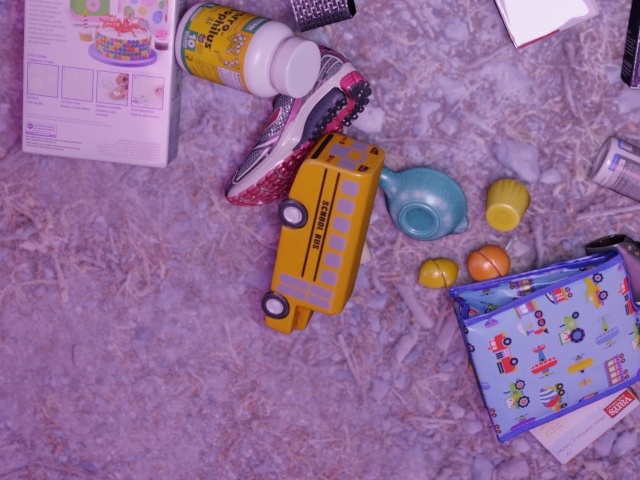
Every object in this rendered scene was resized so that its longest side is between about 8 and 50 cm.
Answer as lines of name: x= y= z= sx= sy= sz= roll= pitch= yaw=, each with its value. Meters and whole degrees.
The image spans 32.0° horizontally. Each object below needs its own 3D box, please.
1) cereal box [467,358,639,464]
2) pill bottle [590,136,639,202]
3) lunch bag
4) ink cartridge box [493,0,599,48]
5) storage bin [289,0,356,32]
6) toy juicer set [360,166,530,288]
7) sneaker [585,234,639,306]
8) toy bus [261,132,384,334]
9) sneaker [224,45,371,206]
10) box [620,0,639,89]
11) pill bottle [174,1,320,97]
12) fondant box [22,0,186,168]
cereal box: x=0.388 y=0.236 z=1.864 sx=0.173 sy=0.047 sz=0.240 roll=-42 pitch=99 yaw=15
pill bottle: x=0.497 y=-0.100 z=1.737 sx=0.137 sy=0.078 sz=0.078 roll=24 pitch=107 yaw=-1
lunch bag: x=0.377 y=0.152 z=1.745 sx=0.293 sy=0.138 sz=0.221 roll=-18 pitch=110 yaw=4
ink cartridge box: x=0.315 y=-0.366 z=1.627 sx=0.128 sy=0.176 sz=0.127 roll=-23 pitch=100 yaw=11
storage bin: x=-0.011 y=-0.413 z=1.675 sx=0.084 sy=0.122 sz=0.180 roll=-15 pitch=104 yaw=10
toy juicer set: x=0.164 y=-0.025 z=1.803 sx=0.328 sy=0.089 sz=0.209 roll=10 pitch=128 yaw=13
sneaker: x=0.535 y=0.041 z=1.772 sx=0.222 sy=0.083 sz=0.118 roll=-11 pitch=104 yaw=10
toy bus: x=0.000 y=0.000 z=1.756 sx=0.130 sy=0.108 sz=0.333 roll=18 pitch=124 yaw=9
sneaker: x=-0.048 y=-0.171 z=1.768 sx=0.299 sy=0.121 sz=0.112 roll=-47 pitch=68 yaw=17
box: x=0.542 y=-0.304 z=1.663 sx=0.155 sy=0.093 sz=0.158 roll=5 pitch=108 yaw=4
pill bottle: x=-0.108 y=-0.283 z=1.687 sx=0.208 sy=0.117 sz=0.118 roll=22 pitch=110 yaw=30
fondant box: x=-0.339 y=-0.293 z=1.761 sx=0.238 sy=0.096 sz=0.330 roll=7 pitch=108 yaw=4
